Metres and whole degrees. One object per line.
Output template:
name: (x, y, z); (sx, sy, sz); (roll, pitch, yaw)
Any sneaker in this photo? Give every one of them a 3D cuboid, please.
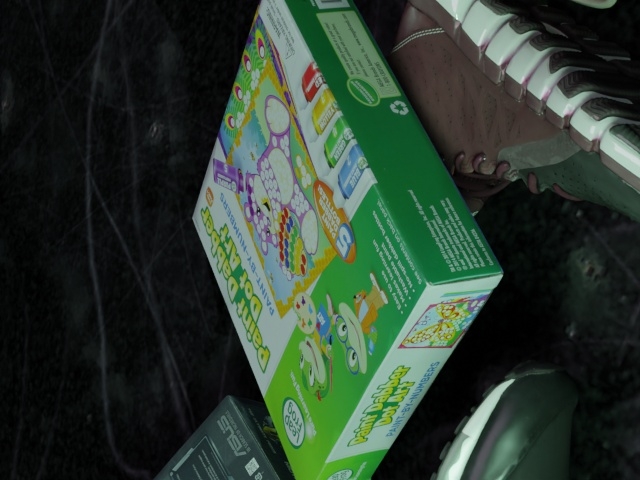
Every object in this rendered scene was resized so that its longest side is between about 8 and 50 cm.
sneaker: (0.122, -0.044, 0.728); (0.281, 0.106, 0.163); (53, 130, 44)
sneaker: (0.117, 0.211, 0.690); (0.124, 0.107, 0.283); (22, 103, 31)

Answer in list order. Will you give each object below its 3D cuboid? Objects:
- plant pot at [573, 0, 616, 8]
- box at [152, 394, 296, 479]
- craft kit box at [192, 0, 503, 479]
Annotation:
plant pot: (0.143, -0.313, 0.665); (0.274, 0.256, 0.256); (-52, 48, 5)
box: (-0.053, 0.253, 0.849); (0.183, 0.059, 0.233); (-49, 50, 15)
craft kit box: (0.000, 0.000, 0.800); (0.247, 0.061, 0.250); (110, 143, -49)
